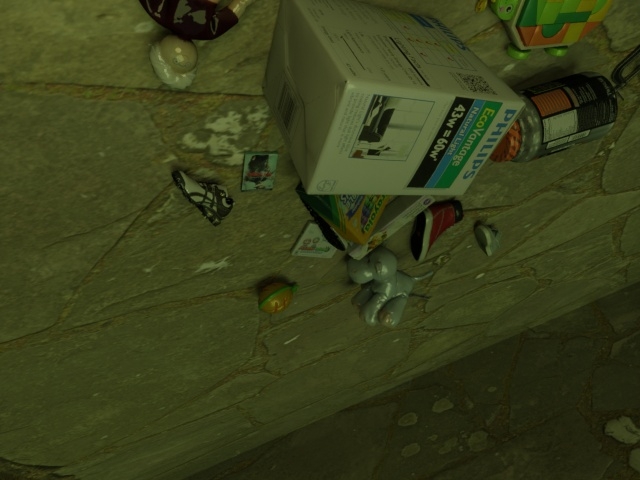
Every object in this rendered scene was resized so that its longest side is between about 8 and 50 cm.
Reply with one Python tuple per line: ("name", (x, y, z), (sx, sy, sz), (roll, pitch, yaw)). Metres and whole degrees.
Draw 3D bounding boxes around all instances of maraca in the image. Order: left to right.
("maraca", (-0.142, 0.194, 1.505), (0.127, 0.099, 0.185), (-39, 166, 22))

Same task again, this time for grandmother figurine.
("grandmother figurine", (-0.216, -0.420, 0.741), (0.207, 0.104, 0.342), (12, 128, -26))

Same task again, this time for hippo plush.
("hippo plush", (0.211, 0.148, 1.513), (0.294, 0.234, 0.236), (-10, 135, 26))

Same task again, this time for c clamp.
("c clamp", (0.934, -0.511, 1.305), (0.137, 0.022, 0.161), (15, 129, -33))

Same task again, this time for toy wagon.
("toy wagon", (0.519, -0.548, 0.999), (0.344, 0.068, 0.267), (-12, 140, -16))

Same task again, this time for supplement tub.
("supplement tub", (0.611, -0.330, 1.204), (0.316, 0.194, 0.194), (-17, 142, -8))

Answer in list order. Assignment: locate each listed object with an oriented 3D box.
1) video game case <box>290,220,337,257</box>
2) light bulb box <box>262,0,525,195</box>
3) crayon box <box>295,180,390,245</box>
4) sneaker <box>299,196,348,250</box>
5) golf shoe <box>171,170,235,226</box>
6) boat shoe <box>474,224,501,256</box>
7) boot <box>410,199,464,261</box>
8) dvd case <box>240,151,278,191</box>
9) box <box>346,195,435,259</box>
("video game case", (0.000, 0.000, 1.409), (0.157, 0.019, 0.143), (6, 133, -33))
("light bulb box", (0.115, -0.284, 0.861), (0.361, 0.358, 0.225), (-2, 139, -25))
("crayon box", (0.089, -0.127, 1.176), (0.323, 0.083, 0.203), (42, 72, -50))
("sneaker", (0.037, -0.104, 1.269), (0.124, 0.107, 0.283), (-47, 138, -17))
("golf shoe", (-0.285, -0.122, 1.084), (0.094, 0.077, 0.198), (-40, 146, -3))
("boat shoe", (0.656, -0.014, 1.702), (0.081, 0.079, 0.227), (-37, 147, 5))
("boot", (0.415, -0.031, 1.543), (0.176, 0.088, 0.244), (-14, 137, -16))
("dvd case", (-0.157, -0.175, 1.125), (0.087, 0.013, 0.119), (-6, 139, -22))
("box", (0.216, -0.059, 1.416), (0.324, 0.067, 0.063), (-40, 140, 18))
